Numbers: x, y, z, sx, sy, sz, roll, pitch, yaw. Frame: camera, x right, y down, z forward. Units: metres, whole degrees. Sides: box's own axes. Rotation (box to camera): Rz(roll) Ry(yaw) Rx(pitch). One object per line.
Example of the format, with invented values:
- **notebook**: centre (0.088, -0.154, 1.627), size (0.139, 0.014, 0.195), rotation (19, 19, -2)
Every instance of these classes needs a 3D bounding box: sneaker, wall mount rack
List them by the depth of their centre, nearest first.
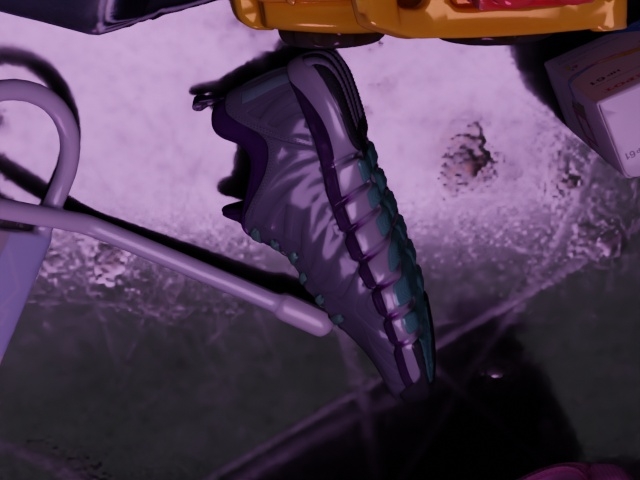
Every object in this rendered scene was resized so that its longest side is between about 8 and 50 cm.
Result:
- **wall mount rack**: centre (-0.174, 0.094, 0.979), size (0.304, 0.130, 0.350), rotation (11, 110, -45)
- **sneaker**: centre (0.000, 0.000, 1.000), size (0.098, 0.083, 0.223), rotation (-16, 101, 13)

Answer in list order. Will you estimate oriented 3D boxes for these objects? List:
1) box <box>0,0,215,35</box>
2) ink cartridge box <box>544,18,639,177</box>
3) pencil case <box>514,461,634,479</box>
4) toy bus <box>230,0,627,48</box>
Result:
- **box**: centre (-0.194, -0.244, 0.704), size (0.396, 0.293, 0.212), rotation (16, 107, 14)
- **ink cartridge box**: centre (0.193, -0.089, 0.963), size (0.089, 0.122, 0.052), rotation (-24, 109, 0)
- **pencil case**: centre (0.036, 0.265, 1.002), size (0.386, 0.160, 0.167), rotation (-23, 135, 13)
- **toy bus**: centre (0.061, -0.164, 0.877), size (0.220, 0.211, 0.149), rotation (-4, 110, -5)
